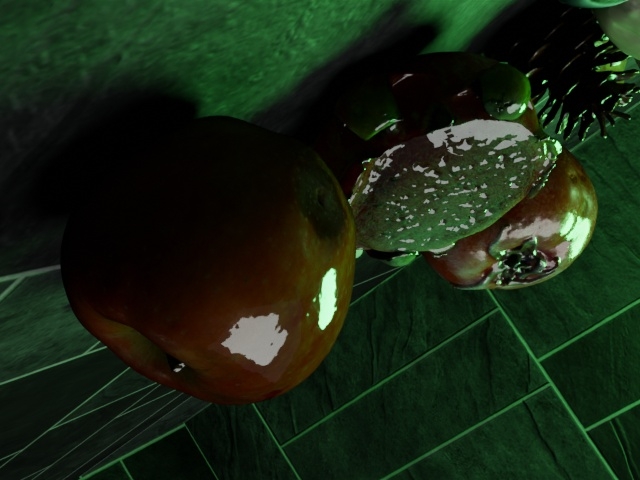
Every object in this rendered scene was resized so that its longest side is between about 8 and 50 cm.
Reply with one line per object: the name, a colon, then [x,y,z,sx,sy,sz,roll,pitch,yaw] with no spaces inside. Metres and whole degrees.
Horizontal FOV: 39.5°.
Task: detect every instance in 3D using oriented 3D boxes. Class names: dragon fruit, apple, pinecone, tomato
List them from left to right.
apple: [-0.082,0.007,0.700,0.230,0.230,0.230,-32,171,-6]
dragon fruit: [0.113,-0.088,0.921,0.268,0.130,0.295,11,138,-29]
tomato: [0.222,-0.047,1.122,0.232,0.189,0.232,-6,143,-5]
pinecone: [0.295,-0.194,1.049,0.163,0.165,0.163,-33,165,-10]

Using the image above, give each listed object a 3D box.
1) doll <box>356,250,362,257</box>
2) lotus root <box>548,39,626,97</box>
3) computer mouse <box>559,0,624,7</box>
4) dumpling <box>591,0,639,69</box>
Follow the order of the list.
doll: [0.000,0.000,1.360,0.161,0.059,0.160,-15,166,15]
lotus root: [0.420,-0.262,1.384,0.159,0.095,0.135,-45,163,29]
computer mouse: [0.159,-0.210,0.563,0.096,0.137,0.233,-41,170,26]
dumpling: [0.381,-0.209,0.782,0.233,0.315,0.395,-38,-179,-15]
